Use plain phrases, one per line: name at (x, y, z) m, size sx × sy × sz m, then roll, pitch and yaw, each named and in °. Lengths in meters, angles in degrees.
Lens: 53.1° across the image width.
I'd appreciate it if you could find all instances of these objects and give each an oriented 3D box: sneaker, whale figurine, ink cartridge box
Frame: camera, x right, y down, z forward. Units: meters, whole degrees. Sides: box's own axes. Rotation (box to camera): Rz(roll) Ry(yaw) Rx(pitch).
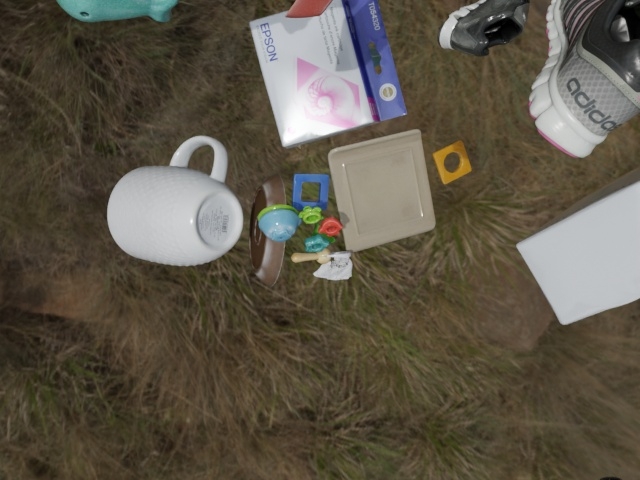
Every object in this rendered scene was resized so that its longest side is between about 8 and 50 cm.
sneaker at (0.176, -0.121, 0.377) m, size 0.063 × 0.075 × 0.170 m, roll 40°, pitch 50°, yaw -14°
whale figurine at (-0.463, -0.546, 1.435) m, size 0.272 × 0.216 × 0.141 m, roll 15°, pitch 70°, yaw -25°
sneaker at (0.310, -0.380, 1.057) m, size 0.234 × 0.106 × 0.078 m, roll -41°, pitch 146°, yaw -9°
ink cartridge box at (0.021, -0.430, 1.605) m, size 0.330 × 0.071 × 0.324 m, roll -16°, pitch 93°, yaw 5°

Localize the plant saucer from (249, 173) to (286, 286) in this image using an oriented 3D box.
plant saucer at (-0.152, -0.029, 1.762) m, size 0.050 × 0.310 × 0.310 m, roll 3°, pitch 109°, yaw -18°

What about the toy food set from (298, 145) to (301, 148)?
toy food set at (-0.060, -0.320, 1.846) m, size 0.078 × 0.122 × 0.019 m, roll 36°, pitch 58°, yaw 4°

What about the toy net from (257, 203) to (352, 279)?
toy net at (0.000, 0.000, 1.085) m, size 0.122 × 0.045 × 0.232 m, roll -26°, pitch 144°, yaw 21°

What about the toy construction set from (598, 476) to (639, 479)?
toy construction set at (0.322, 0.428, 0.749) m, size 0.309 × 0.237 × 0.257 m, roll 18°, pitch 131°, yaw -22°

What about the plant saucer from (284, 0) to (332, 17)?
plant saucer at (0.061, -0.474, 1.001) m, size 0.048 × 0.259 × 0.258 m, roll 36°, pitch 127°, yaw -15°

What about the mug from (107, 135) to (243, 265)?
mug at (-0.367, -0.111, 1.766) m, size 0.276 × 0.328 × 0.374 m, roll 24°, pitch 78°, yaw -46°

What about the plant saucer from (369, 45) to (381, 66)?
plant saucer at (0.033, -0.495, 1.829) m, size 0.317 × 0.317 × 0.043 m, roll -17°, pitch 97°, yaw -14°

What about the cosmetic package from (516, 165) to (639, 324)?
cosmetic package at (0.561, -0.032, 1.132) m, size 0.453 × 0.230 × 0.161 m, roll -24°, pitch 82°, yaw -48°

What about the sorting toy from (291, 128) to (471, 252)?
sorting toy at (0.111, -0.091, 1.161) m, size 0.348 × 0.047 × 0.196 m, roll -15°, pitch 107°, yaw -15°
